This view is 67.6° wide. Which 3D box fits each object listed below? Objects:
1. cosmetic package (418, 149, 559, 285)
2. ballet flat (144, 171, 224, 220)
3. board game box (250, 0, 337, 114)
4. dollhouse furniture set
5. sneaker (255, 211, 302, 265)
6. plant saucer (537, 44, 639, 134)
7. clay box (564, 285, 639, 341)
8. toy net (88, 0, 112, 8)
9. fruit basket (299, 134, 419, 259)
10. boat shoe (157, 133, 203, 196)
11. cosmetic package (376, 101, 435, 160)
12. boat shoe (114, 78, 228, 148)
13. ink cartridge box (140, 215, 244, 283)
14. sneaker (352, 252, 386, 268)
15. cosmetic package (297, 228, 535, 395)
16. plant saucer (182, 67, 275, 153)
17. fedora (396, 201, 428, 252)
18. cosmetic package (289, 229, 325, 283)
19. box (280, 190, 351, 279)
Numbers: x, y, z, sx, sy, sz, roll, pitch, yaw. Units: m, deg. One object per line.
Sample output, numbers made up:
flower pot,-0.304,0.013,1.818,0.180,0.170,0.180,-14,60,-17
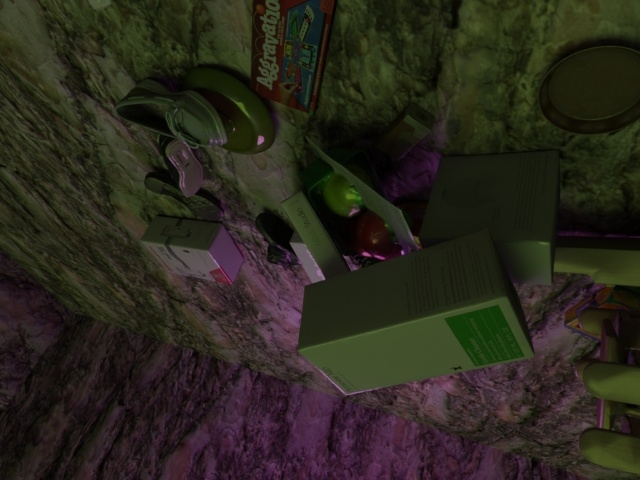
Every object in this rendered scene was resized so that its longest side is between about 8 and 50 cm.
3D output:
cosmetic package,0.336,-0.046,0.929,0.224,0.224,0.138,2,143,31
ballet flat,-0.400,-0.137,1.427,0.249,0.058,0.084,26,127,-16
board game box,-0.057,-0.364,0.883,0.145,0.027,0.281,22,149,4
dollhouse furniture set,0.561,0.197,0.998,0.256,0.362,0.395,3,101,27
sneaker,-0.141,0.007,1.442,0.130,0.087,0.227,-13,140,35
plant saucer,0.438,-0.240,0.759,0.168,0.029,0.168,16,147,10
clay box,0.732,0.181,1.191,0.127,0.053,0.222,22,149,2
toy net,-0.496,-0.522,0.906,0.232,0.045,0.122,20,147,2
fruit basket,0.116,-0.047,1.007,0.353,0.165,0.327,38,166,46
boat shoe,-0.378,-0.206,1.291,0.079,0.084,0.233,37,157,21
cosmetic package,0.168,-0.215,0.953,0.060,0.041,0.115,29,148,-12
boat shoe,-0.326,-0.267,1.043,0.320,0.103,0.118,29,150,30
ink cartridge box,-0.434,0.032,1.634,0.282,0.117,0.207,7,146,23
sneaker,0.138,0.070,1.306,0.295,0.147,0.104,35,148,-18
cosmetic package,0.163,0.142,0.867,0.365,0.155,0.197,-21,131,24
plant saucer,-0.216,-0.276,1.080,0.240,0.037,0.241,22,151,13
fedora,0.250,-0.012,1.175,0.194,0.079,0.194,16,148,10
cosmetic package,-0.011,0.042,1.403,0.060,0.099,0.239,6,146,25
box,0.000,0.000,1.116,0.232,0.058,0.322,59,-177,-3
